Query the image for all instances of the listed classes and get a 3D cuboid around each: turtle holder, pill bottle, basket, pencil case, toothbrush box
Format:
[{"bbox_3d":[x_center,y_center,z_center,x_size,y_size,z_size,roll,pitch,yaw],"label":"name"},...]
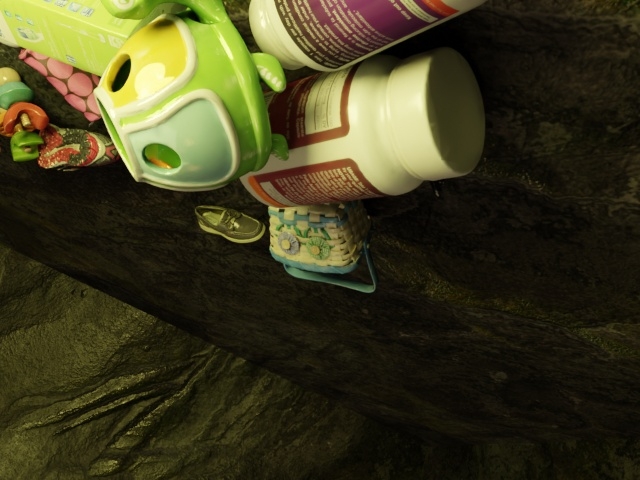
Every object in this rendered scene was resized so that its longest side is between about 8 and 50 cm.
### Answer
[{"bbox_3d":[-0.187,-0.206,0.791,0.244,0.227,0.320,59,161,13],"label":"turtle holder"},{"bbox_3d":[0.052,-0.332,0.717,0.322,0.182,0.181,-9,139,46],"label":"pill bottle"},{"bbox_3d":[0.000,0.000,1.334,0.254,0.201,0.289,8,140,25],"label":"basket"},{"bbox_3d":[-0.555,-0.357,1.240,0.098,0.095,0.209,-1,142,39],"label":"pencil case"},{"bbox_3d":[-0.373,-0.394,0.903,0.283,0.206,0.122,21,153,3],"label":"toothbrush box"},{"bbox_3d":[0.054,-0.179,0.947,0.391,0.224,0.224,-3,143,42],"label":"pill bottle"}]

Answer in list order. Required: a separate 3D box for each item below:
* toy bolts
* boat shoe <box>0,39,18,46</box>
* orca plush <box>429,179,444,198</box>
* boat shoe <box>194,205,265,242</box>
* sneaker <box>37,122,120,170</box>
[{"bbox_3d":[-0.796,-0.314,1.395,0.228,0.218,0.159,-34,79,44],"label":"toy bolts"},{"bbox_3d":[-0.695,-0.480,1.153,0.226,0.083,0.075,44,159,-13],"label":"boat shoe"},{"bbox_3d":[0.102,-0.126,1.137,0.286,0.102,0.151,19,153,7],"label":"orca plush"},{"bbox_3d":[-0.261,-0.051,1.577,0.223,0.080,0.073,13,157,28],"label":"boat shoe"},{"bbox_3d":[-0.661,-0.242,1.511,0.299,0.121,0.112,15,-171,34],"label":"sneaker"}]
